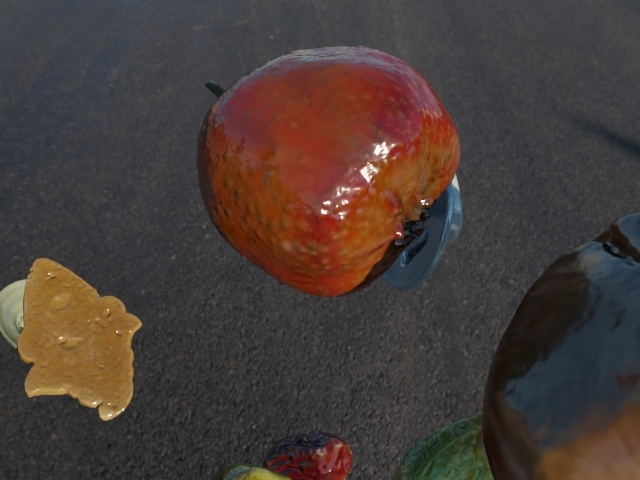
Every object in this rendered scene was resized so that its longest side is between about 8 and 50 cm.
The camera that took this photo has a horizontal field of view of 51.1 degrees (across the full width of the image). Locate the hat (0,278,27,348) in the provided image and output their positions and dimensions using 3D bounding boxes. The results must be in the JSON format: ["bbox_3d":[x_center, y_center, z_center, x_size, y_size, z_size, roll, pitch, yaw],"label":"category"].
[{"bbox_3d":[-0.675,0.219,1.607,0.252,0.110,0.252,31,28,-19],"label":"hat"}]

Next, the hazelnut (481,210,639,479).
[{"bbox_3d":[0.318,0.156,0.602,0.372,0.372,0.315,-16,39,-31],"label":"hazelnut"}]

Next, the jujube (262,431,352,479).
[{"bbox_3d":[-0.031,0.536,1.595,0.230,0.155,0.155,-21,15,37],"label":"jujube"}]

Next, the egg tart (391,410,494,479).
[{"bbox_3d":[0.236,0.342,0.988,0.278,0.095,0.279,-25,5,3],"label":"egg tart"}]

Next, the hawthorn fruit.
[{"bbox_3d":[-0.016,-0.105,0.779,0.330,0.287,0.287,35,41,21],"label":"hawthorn fruit"}]

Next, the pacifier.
[{"bbox_3d":[0.084,-0.070,1.000,0.233,0.244,0.300,13,51,-23],"label":"pacifier"}]

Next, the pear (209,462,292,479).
[{"bbox_3d":[-0.142,0.531,1.291,0.197,0.197,0.197,6,34,-4],"label":"pear"}]

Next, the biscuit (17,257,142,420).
[{"bbox_3d":[-0.321,0.125,0.880,0.162,0.035,0.250,-22,67,-29],"label":"biscuit"}]

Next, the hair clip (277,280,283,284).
[{"bbox_3d":[-0.003,-0.007,1.197,0.187,0.056,0.146,-22,31,3],"label":"hair clip"}]
